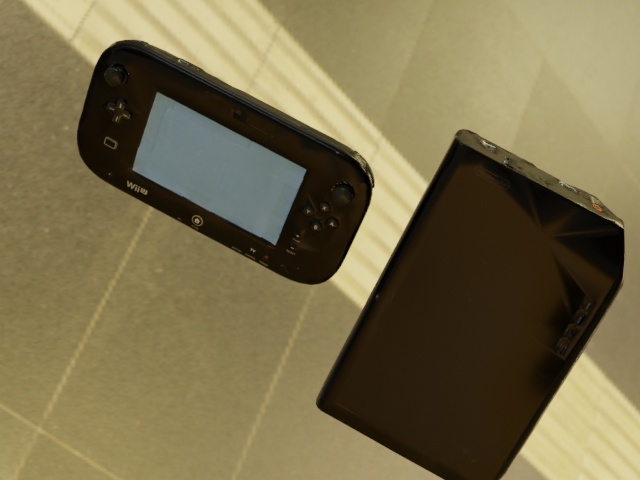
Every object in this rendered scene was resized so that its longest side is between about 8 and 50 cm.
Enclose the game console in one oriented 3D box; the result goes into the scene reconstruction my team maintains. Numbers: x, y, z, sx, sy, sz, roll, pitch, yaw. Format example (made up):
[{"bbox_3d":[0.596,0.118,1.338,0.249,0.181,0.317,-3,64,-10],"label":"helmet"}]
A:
[{"bbox_3d":[0.000,0.000,0.752,0.213,0.361,0.044,-64,173,23],"label":"game console"}]
